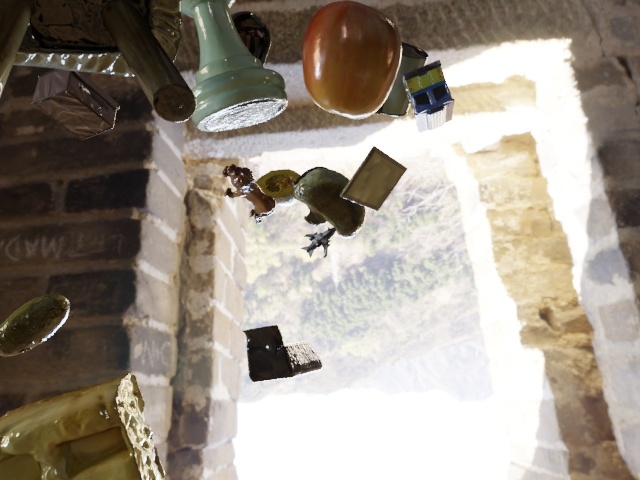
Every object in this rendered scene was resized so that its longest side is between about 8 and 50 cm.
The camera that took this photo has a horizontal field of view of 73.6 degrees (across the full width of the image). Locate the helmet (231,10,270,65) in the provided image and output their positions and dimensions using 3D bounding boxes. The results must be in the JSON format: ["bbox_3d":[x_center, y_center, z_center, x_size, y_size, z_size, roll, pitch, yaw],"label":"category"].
[{"bbox_3d":[-0.306,-0.731,1.615,0.198,0.253,0.154,29,-175,-36],"label":"helmet"}]

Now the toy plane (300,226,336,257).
[{"bbox_3d":[0.000,0.000,0.887,0.083,0.078,0.031,-43,142,-5],"label":"toy plane"}]

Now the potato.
[{"bbox_3d":[-0.931,0.271,1.387,0.113,0.251,0.149,32,145,32],"label":"potato"}]

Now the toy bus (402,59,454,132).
[{"bbox_3d":[0.394,-0.512,1.555,0.138,0.175,0.288,-19,176,15],"label":"toy bus"}]

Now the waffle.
[{"bbox_3d":[-0.211,0.274,0.370,0.168,0.274,0.057,-17,175,-8],"label":"waffle"}]

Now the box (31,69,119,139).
[{"bbox_3d":[-1.009,-0.567,1.775,0.188,0.153,0.252,-14,151,14],"label":"box"}]

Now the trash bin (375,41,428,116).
[{"bbox_3d":[0.327,-0.716,1.890,0.217,0.277,0.262,29,131,15],"label":"trash bin"}]

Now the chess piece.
[{"bbox_3d":[-0.191,-0.376,0.812,0.195,0.298,0.194,-17,-176,1],"label":"chess piece"}]

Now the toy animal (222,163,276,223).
[{"bbox_3d":[-0.235,-0.159,1.461,0.158,0.097,0.312,14,159,38],"label":"toy animal"}]

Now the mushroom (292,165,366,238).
[{"bbox_3d":[0.053,-0.141,1.671,0.344,0.247,0.130,49,170,-22],"label":"mushroom"}]

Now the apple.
[{"bbox_3d":[0.068,-0.414,1.010,0.242,0.240,0.242,13,-170,-2],"label":"apple"}]

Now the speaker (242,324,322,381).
[{"bbox_3d":[-0.139,0.429,1.641,0.180,0.184,0.388,-12,164,16],"label":"speaker"}]

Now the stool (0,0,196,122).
[{"bbox_3d":[-0.303,-0.314,0.517,0.311,0.226,0.310,-5,137,-28],"label":"stool"}]

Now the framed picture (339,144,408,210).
[{"bbox_3d":[0.166,-0.177,1.282,0.173,0.010,0.231,-55,147,14],"label":"framed picture"}]

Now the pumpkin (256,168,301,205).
[{"bbox_3d":[-0.171,-0.221,1.895,0.218,0.217,0.110,-6,134,13],"label":"pumpkin"}]
